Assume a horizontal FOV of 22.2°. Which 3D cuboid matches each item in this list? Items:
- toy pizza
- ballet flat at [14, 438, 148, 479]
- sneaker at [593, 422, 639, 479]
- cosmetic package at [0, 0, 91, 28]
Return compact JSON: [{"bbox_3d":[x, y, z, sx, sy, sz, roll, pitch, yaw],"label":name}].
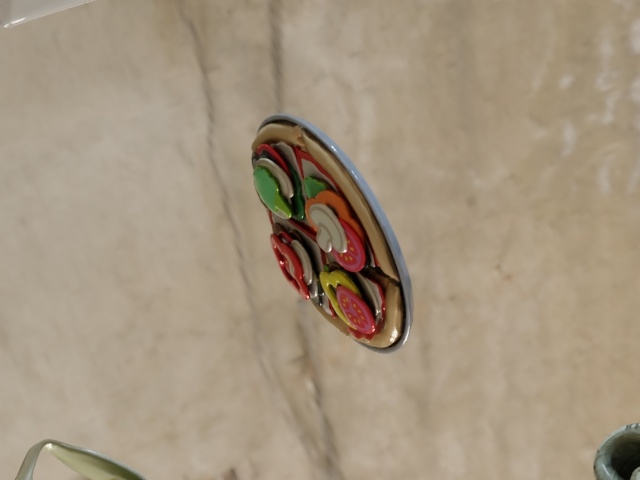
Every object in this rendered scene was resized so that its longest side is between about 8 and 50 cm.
[{"bbox_3d":[0.000,0.000,1.223,0.201,0.032,0.201,48,-25,31],"label":"toy pizza"},{"bbox_3d":[-0.148,0.127,0.758,0.077,0.231,0.077,-34,-130,46],"label":"ballet flat"},{"bbox_3d":[0.234,0.150,0.847,0.182,0.158,0.410,43,9,15],"label":"sneaker"},{"bbox_3d":[-0.142,-0.252,0.691,0.365,0.197,0.155,38,-40,38],"label":"cosmetic package"}]
